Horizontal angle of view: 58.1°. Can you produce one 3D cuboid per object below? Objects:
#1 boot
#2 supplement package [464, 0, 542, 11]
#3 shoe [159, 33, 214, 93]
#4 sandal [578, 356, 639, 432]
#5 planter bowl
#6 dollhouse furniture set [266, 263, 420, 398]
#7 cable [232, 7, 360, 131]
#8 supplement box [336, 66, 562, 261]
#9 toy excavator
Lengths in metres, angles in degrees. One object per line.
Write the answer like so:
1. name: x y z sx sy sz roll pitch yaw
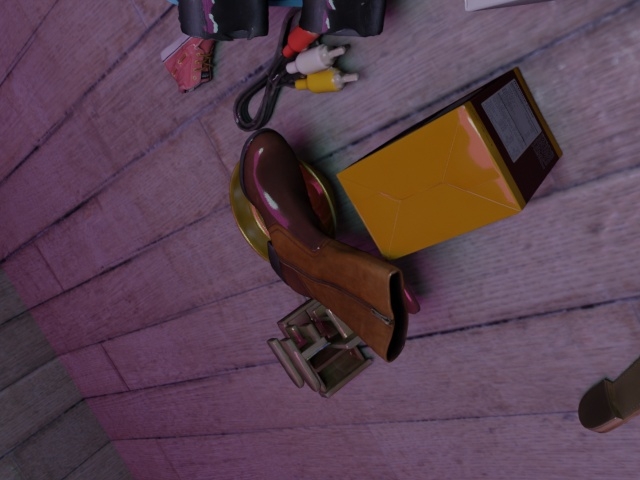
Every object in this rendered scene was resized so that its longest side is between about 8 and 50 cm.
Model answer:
1. boot: 0.000 0.000 0.771 0.280 0.096 0.264 34 136 50
2. supplement package: 0.277 -0.308 0.468 0.293 0.177 0.175 13 119 54
3. shoe: -0.201 -0.312 0.969 0.178 0.063 0.081 -15 107 47
4. sandal: 0.459 0.202 0.769 0.079 0.088 0.240 20 140 -12
5. planter bowl: -0.042 -0.062 0.968 0.217 0.090 0.217 18 124 29
6. dollhouse furniture set: 0.039 0.175 0.968 0.161 0.212 0.242 57 159 -3
7. cable: -0.067 -0.259 0.886 0.287 0.072 0.139 -17 105 42
8. supplement box: 0.164 -0.095 0.721 0.191 0.194 0.129 -24 99 43
9. toy excavator: -0.143 -0.423 0.767 0.433 0.445 0.222 -3 121 -10
